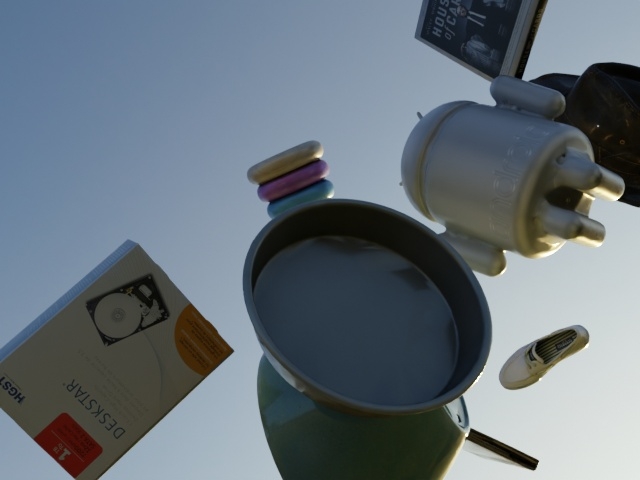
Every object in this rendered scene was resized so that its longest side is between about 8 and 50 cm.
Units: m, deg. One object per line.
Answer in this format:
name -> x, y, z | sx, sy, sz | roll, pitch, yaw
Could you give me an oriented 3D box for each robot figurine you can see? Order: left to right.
robot figurine -> 0.266, -0.098, 1.181 | 0.200, 0.353, 0.300 | 17, -85, -48

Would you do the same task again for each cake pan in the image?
cake pan -> 0.051, 0.076, 0.889 | 0.293, 0.293, 0.054 | -1, -39, -21

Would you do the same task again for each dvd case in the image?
dvd case -> 0.263, -0.380, 1.310 | 0.030, 0.239, 0.179 | -18, -46, -35

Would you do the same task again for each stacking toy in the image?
stacking toy -> 0.000, 0.000, 1.352 | 0.141, 0.330, 0.141 | -24, 5, 2

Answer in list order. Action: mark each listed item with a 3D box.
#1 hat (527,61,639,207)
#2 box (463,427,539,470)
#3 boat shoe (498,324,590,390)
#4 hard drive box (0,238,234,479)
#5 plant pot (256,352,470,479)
hat -> 0.500, -0.214, 1.308 | 0.331, 0.331, 0.134 | -7, -34, -14
box -> 0.233, 0.319, 1.255 | 0.164, 0.021, 0.201 | 26, -13, -6
boat shoe -> 0.473, 0.247, 1.696 | 0.226, 0.083, 0.076 | -41, -33, 20
hard drive box -> -0.252, 0.142, 0.929 | 0.232, 0.089, 0.181 | -44, -73, -13
plant pot -> 0.080, 0.228, 1.027 | 0.195, 0.290, 0.290 | -28, -40, 17
